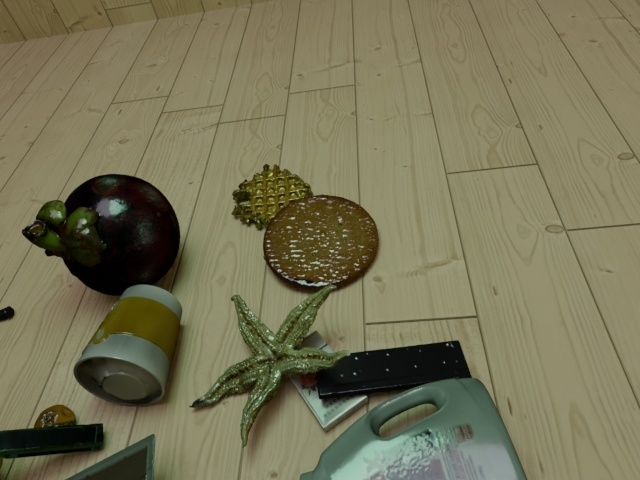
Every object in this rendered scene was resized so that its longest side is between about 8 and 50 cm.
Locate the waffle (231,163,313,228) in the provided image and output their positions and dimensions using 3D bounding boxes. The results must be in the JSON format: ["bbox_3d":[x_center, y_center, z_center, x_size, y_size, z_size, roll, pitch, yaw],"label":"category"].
[{"bbox_3d":[-0.143,-0.127,1.435,0.231,0.051,0.229,25,55,30],"label":"waffle"}]

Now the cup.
[{"bbox_3d":[-0.425,0.237,1.098,0.241,0.185,0.226,-29,34,29],"label":"cup"}]

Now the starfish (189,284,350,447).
[{"bbox_3d":[-0.094,0.249,1.019,0.357,0.078,0.347,3,57,35],"label":"starfish"}]

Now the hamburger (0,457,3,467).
[{"bbox_3d":[-0.763,0.441,0.926,0.302,0.261,0.186,-33,39,17],"label":"hamburger"}]

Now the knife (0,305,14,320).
[{"bbox_3d":[-0.926,0.215,1.318,0.230,0.028,0.060,-18,35,0],"label":"knife"}]

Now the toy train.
[{"bbox_3d":[-0.543,0.397,0.975,0.209,0.042,0.044,7,37,-30],"label":"toy train"}]

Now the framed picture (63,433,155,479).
[{"bbox_3d":[-0.367,0.508,0.827,0.232,0.019,0.296,-29,42,12],"label":"framed picture"}]

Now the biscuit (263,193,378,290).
[{"bbox_3d":[0.000,0.000,1.277,0.305,0.038,0.305,-3,53,4],"label":"biscuit"}]

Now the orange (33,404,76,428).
[{"bbox_3d":[-0.568,0.388,1.049,0.086,0.062,0.086,-8,45,8],"label":"orange"}]

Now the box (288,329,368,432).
[{"bbox_3d":[-0.001,0.287,1.036,0.109,0.029,0.198,-31,49,-15],"label":"box"}]

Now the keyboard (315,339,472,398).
[{"bbox_3d":[0.145,0.263,1.007,0.309,0.018,0.101,-6,44,-3],"label":"keyboard"}]

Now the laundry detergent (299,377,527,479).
[{"bbox_3d":[0.124,0.393,0.852,0.397,0.125,0.264,-14,48,2],"label":"laundry detergent"}]

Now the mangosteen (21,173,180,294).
[{"bbox_3d":[-0.520,-0.002,1.211,0.305,0.306,0.359,16,27,25],"label":"mangosteen"}]
